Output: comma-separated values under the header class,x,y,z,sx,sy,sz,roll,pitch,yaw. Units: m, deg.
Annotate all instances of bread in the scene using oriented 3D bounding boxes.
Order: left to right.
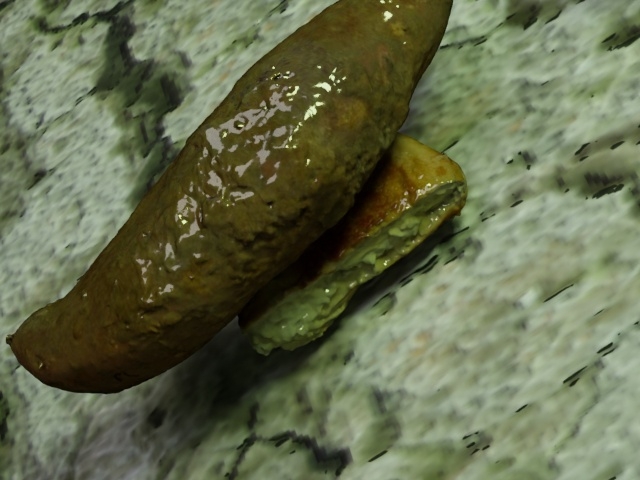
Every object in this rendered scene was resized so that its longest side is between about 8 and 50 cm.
class,x,y,z,sx,sy,sz,roll,pitch,yaw
bread,0.001,-0.022,0.885,0.154,0.054,0.136,-38,48,8

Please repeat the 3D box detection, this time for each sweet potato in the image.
class,x,y,z,sx,sy,sz,roll,pitch,yaw
sweet potato,-0.034,-0.037,0.821,0.341,0.092,0.114,-47,27,2
